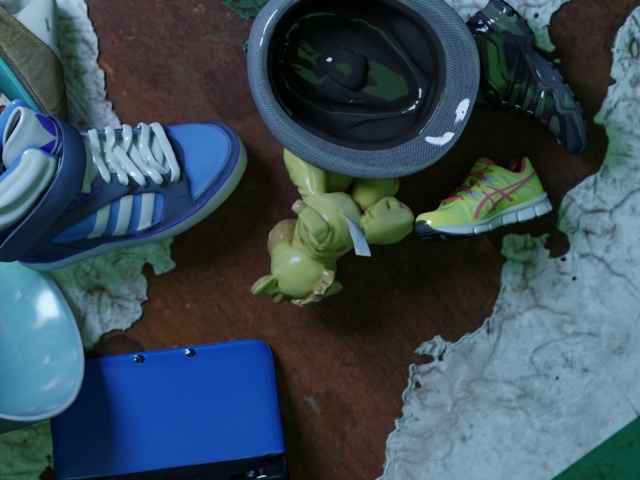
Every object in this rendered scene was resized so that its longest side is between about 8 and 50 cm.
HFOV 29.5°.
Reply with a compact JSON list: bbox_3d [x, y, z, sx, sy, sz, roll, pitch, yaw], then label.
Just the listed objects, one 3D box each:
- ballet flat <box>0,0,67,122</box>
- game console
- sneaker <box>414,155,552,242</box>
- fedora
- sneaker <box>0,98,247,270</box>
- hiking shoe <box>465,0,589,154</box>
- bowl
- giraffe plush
[{"bbox_3d":[-0.389,-0.276,1.422,0.342,0.116,0.124,46,73,-10],"label":"ballet flat"},{"bbox_3d":[-0.194,0.287,1.594,0.293,0.173,0.250,-6,133,-6],"label":"game console"},{"bbox_3d":[0.197,-0.055,1.535,0.208,0.081,0.094,-17,94,-35],"label":"sneaker"},{"bbox_3d":[0.047,-0.203,1.474,0.275,0.124,0.244,14,97,-2],"label":"fedora"},{"bbox_3d":[-0.255,-0.089,1.393,0.322,0.236,0.130,-23,62,0],"label":"sneaker"},{"bbox_3d":[0.248,-0.190,1.536,0.114,0.086,0.227,-34,99,14],"label":"hiking shoe"},{"bbox_3d":[-0.444,0.116,1.409,0.163,0.311,0.311,-37,105,20],"label":"bowl"},{"bbox_3d":[0.000,0.000,1.503,0.181,0.210,0.170,24,127,-16],"label":"giraffe plush"}]
